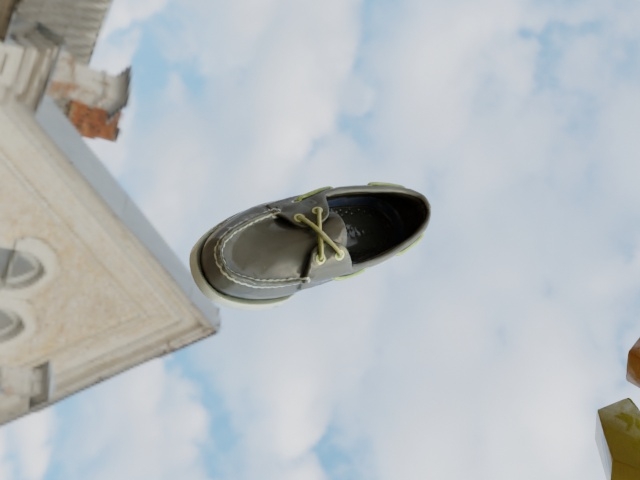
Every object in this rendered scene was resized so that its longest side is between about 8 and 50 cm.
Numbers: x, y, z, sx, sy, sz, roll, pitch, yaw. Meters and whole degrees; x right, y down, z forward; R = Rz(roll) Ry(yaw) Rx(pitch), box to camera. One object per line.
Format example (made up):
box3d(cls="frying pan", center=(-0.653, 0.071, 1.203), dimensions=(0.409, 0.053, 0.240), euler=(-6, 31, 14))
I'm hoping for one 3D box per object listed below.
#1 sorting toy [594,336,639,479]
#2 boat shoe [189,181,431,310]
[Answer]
box3d(cls="sorting toy", center=(0.247, 0.113, 0.361), dimensions=(0.307, 0.229, 0.041), euler=(18, -54, 34))
box3d(cls="boat shoe", center=(-0.002, -0.004, 1.010), dimensions=(0.091, 0.305, 0.109), euler=(-30, -101, 44))
